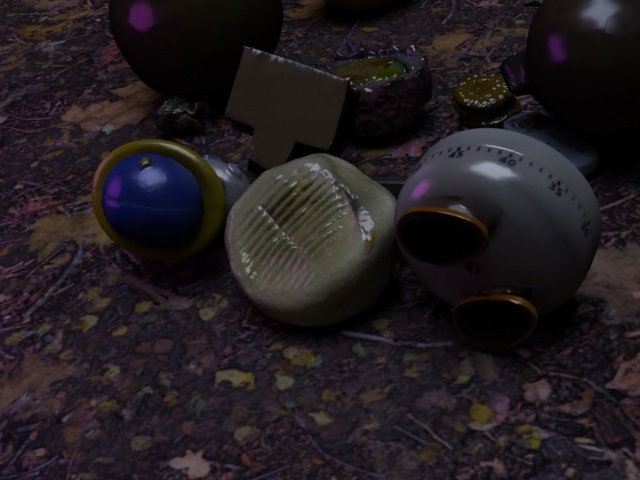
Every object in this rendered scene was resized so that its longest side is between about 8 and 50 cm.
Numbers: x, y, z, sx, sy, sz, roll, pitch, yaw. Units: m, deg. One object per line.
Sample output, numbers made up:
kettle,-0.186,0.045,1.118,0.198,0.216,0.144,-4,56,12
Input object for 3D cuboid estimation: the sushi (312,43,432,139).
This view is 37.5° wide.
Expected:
sushi,0.065,-0.234,1.527,0.241,0.108,0.161,3,36,31

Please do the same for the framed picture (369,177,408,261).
framed picture,0.053,-0.032,1.328,0.252,0.014,0.197,2,37,20

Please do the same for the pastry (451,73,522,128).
pastry,0.263,-0.221,1.492,0.109,0.057,0.097,5,40,25

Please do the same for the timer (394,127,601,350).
timer,0.206,-0.028,1.088,0.233,0.234,0.240,9,43,28

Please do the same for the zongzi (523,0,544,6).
zongzi,0.577,-0.578,1.541,0.499,0.467,0.218,-3,41,15

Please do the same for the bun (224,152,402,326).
bun,0.000,0.000,1.188,0.229,0.145,0.230,-7,74,25

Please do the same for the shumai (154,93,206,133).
shumai,-0.236,-0.207,1.636,0.080,0.083,0.082,39,85,13

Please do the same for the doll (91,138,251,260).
doll,-0.164,-0.044,1.303,0.310,0.160,0.242,8,-2,10

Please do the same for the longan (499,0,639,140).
longan,0.406,-0.257,1.320,0.300,0.243,0.300,-12,-9,-2

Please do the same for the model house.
model house,-0.043,-0.170,1.449,0.180,0.176,0.248,19,-1,8

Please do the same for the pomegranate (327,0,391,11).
pomegranate,0.077,-0.585,1.919,0.248,0.248,0.248,-8,35,6

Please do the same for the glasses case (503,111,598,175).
glasses case,0.332,-0.140,1.367,0.067,0.045,0.178,-21,35,-14

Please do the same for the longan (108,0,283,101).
longan,-0.222,-0.398,1.681,0.318,0.319,0.319,-8,35,6
